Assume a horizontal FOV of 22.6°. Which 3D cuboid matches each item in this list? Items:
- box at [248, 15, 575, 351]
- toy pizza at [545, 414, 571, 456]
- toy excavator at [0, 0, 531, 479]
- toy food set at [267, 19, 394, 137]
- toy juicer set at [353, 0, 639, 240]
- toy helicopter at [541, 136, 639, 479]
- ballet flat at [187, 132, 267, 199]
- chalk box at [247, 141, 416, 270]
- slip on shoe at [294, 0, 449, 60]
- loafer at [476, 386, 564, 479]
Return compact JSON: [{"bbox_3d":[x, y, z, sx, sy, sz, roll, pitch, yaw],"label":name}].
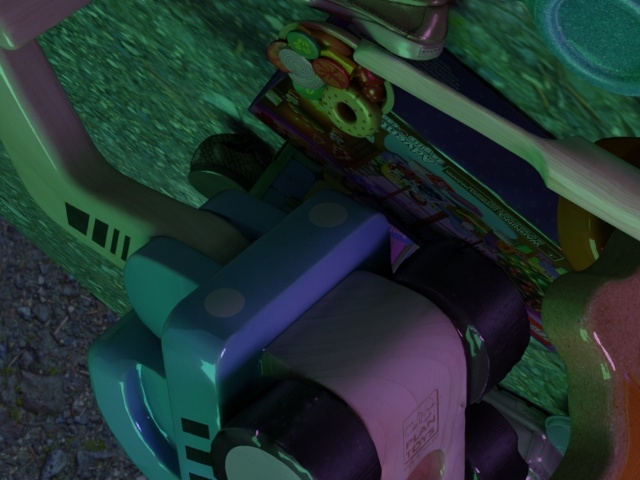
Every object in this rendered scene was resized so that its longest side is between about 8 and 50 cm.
[{"bbox_3d":[0.098,-0.036,1.084,0.293,0.057,0.201,38,167,-7],"label":"box"},{"bbox_3d":[0.300,0.214,1.490,0.201,0.032,0.201,33,167,9],"label":"toy pizza"},{"bbox_3d":[-0.095,0.033,1.130,0.445,0.222,0.433,25,139,29],"label":"toy excavator"},{"bbox_3d":[0.007,-0.099,0.949,0.082,0.020,0.083,35,158,1],"label":"toy food set"},{"bbox_3d":[0.165,-0.089,0.669,0.209,0.089,0.329,39,156,-7],"label":"toy juicer set"},{"bbox_3d":[0.166,0.124,0.818,0.140,0.355,0.235,6,137,51],"label":"toy helicopter"},{"bbox_3d":[-0.036,-0.026,1.480,0.084,0.058,0.250,-3,150,36],"label":"ballet flat"},{"bbox_3d":[0.000,0.000,1.299,0.132,0.132,0.213,36,166,4],"label":"chalk box"},{"bbox_3d":[0.020,-0.151,0.935,0.135,0.051,0.041,37,129,33],"label":"slip on shoe"},{"bbox_3d":[0.105,0.180,1.680,0.319,0.111,0.112,25,162,39],"label":"loafer"}]
